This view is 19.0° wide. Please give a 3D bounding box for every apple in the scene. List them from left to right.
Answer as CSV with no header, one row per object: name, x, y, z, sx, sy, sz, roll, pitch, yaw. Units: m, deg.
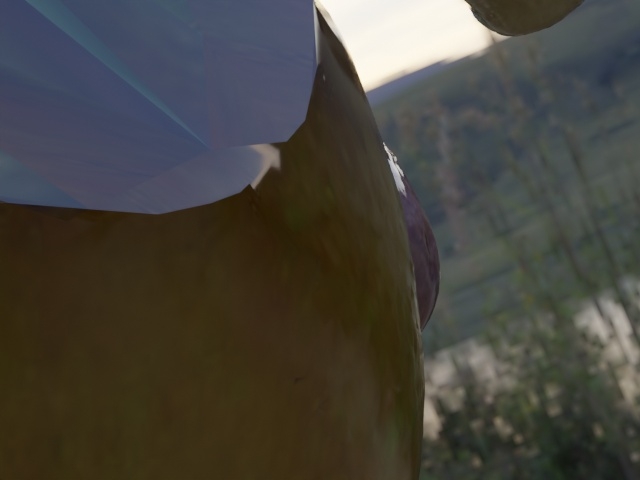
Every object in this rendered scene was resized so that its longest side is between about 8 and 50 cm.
apple,-0.150,0.030,0.522,0.374,0.384,0.374,-13,-44,-12

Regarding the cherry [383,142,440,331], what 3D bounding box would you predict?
cherry,0.002,-0.003,0.812,0.087,0.126,0.106,-12,-8,16

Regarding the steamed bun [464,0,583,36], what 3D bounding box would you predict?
steamed bun,0.121,-0.240,1.282,0.172,0.141,0.155,-43,44,-6
